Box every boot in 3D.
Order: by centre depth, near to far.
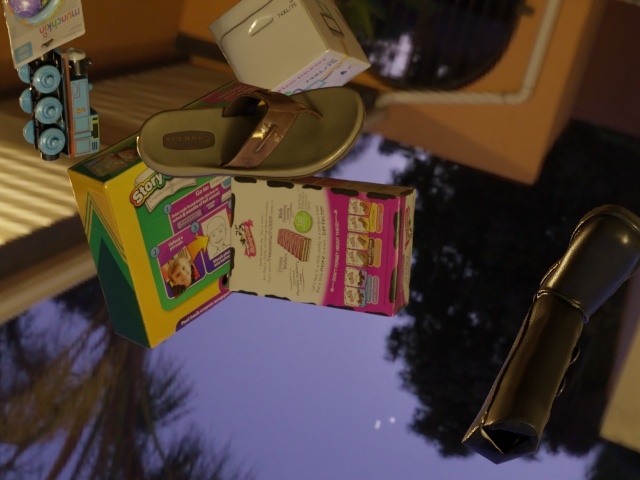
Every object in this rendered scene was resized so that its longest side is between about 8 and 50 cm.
[{"bbox_3d":[0.449,0.185,2.170,0.146,0.367,0.445,31,-123,9],"label":"boot"}]

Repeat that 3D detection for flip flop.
[{"bbox_3d":[-0.084,-0.135,1.351,0.277,0.112,0.080,-3,159,2],"label":"flip flop"}]

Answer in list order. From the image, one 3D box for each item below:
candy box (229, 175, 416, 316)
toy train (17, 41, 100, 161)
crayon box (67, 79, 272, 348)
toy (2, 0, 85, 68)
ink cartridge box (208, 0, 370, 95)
[{"bbox_3d":[0.000,0.000,1.470,0.233,0.159,0.071,8,-165,20],"label":"candy box"},{"bbox_3d":[-0.389,-0.208,1.699,0.105,0.184,0.080,-18,-147,-34],"label":"toy train"},{"bbox_3d":[-0.213,-0.049,1.886,0.106,0.313,0.363,18,-140,39],"label":"crayon box"},{"bbox_3d":[-0.399,-0.368,1.526,0.137,0.237,0.056,-19,164,31],"label":"toy"},{"bbox_3d":[-0.060,-0.405,2.363,0.197,0.198,0.270,60,-161,9],"label":"ink cartridge box"}]
